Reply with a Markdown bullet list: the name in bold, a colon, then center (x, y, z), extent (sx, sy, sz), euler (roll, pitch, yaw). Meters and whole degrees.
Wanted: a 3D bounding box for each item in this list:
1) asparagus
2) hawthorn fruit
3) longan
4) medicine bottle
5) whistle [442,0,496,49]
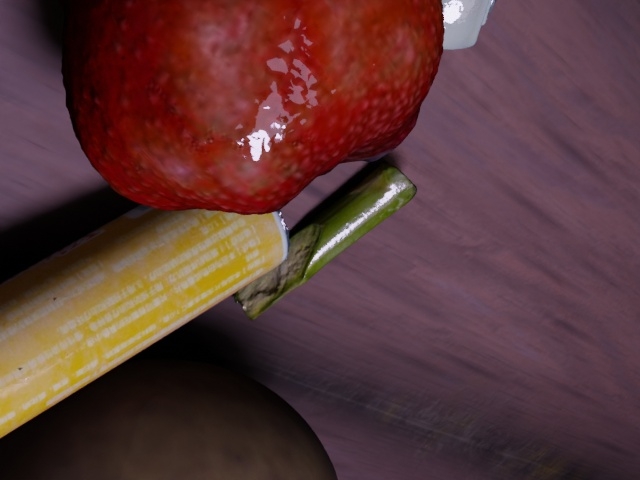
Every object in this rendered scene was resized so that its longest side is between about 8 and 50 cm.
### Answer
- **asparagus**: center (0.000, 0.000, 1.119), extent (0.178, 0.045, 0.041), euler (-38, 113, 2)
- **hawthorn fruit**: center (-0.042, -0.145, 0.775), extent (0.230, 0.210, 0.266), euler (-20, 128, -16)
- **longan**: center (-0.126, 0.240, 1.082), extent (0.319, 0.319, 0.319), euler (-24, 144, -19)
- **medicine bottle**: center (-0.212, 0.079, 0.913), extent (0.426, 0.108, 0.108), euler (-32, 146, -23)
- **whistle**: center (0.077, -0.189, 0.913), extent (0.102, 0.106, 0.253), euler (-31, 145, -42)
